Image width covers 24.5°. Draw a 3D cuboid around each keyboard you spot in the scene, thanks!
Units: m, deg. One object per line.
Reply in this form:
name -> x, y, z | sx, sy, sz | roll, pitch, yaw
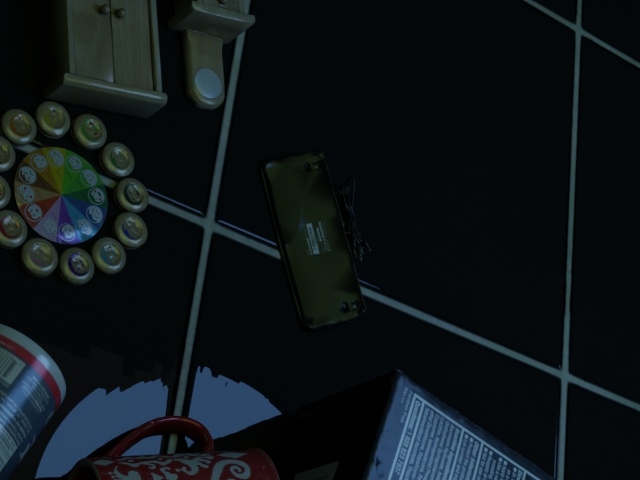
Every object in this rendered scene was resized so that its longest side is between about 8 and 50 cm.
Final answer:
keyboard -> 0.000, 0.000, 1.567 | 0.100, 0.038, 0.192 | -11, 79, -17

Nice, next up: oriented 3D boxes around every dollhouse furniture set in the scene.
dollhouse furniture set -> -0.113, -0.260, 1.363 | 0.303, 0.355, 0.173 | 8, 68, -36

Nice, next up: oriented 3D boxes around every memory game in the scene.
memory game -> -0.244, -0.046, 1.399 | 0.186, 0.012, 0.186 | 15, 63, -33

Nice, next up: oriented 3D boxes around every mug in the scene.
mug -> -0.142, 0.234, 1.321 | 0.169, 0.150, 0.113 | 5, 105, -32

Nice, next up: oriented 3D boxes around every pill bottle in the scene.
pill bottle -> -0.298, 0.163, 1.206 | 0.108, 0.108, 0.180 | 44, 51, -15

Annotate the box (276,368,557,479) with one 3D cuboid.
box -> 0.089, 0.334, 1.387 | 0.294, 0.183, 0.296 | 35, 55, -20
